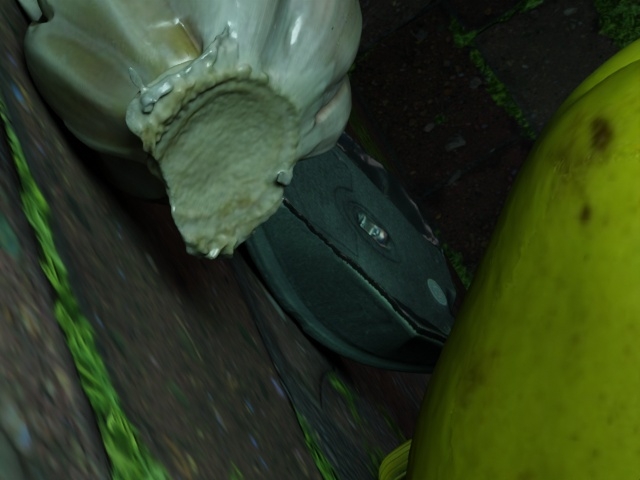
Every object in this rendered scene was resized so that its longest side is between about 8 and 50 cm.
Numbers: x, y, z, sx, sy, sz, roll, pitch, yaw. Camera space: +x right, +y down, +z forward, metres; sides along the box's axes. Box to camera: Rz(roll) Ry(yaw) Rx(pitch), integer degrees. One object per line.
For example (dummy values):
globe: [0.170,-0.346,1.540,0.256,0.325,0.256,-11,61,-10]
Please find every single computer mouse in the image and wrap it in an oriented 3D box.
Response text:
computer mouse: [-0.002,0.000,0.927,0.231,0.071,0.126,42,28,-34]

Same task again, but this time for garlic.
garlic: [-0.063,-0.086,0.678,0.194,0.127,0.131,35,-11,50]

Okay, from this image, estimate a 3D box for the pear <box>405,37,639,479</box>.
pear: [0.214,0.104,0.691,0.362,0.362,0.418,-98,170,-76]

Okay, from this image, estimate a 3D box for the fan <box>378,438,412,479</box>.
fan: [0.076,0.161,0.867,0.155,0.039,0.082,55,6,-42]
